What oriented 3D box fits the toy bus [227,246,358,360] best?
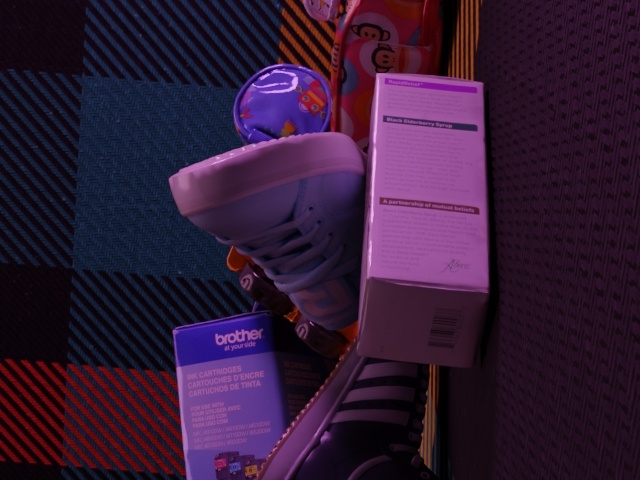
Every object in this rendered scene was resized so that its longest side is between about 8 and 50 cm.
[{"bbox_3d":[0.028,0.051,1.791,0.149,0.220,0.211,-53,-26,5],"label":"toy bus"}]

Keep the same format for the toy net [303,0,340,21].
[{"bbox_3d":[0.004,-0.288,1.591,0.232,0.045,0.122,-80,0,-57],"label":"toy net"}]

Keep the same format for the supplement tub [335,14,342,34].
[{"bbox_3d":[0.067,-0.214,2.006,0.106,0.106,0.198,100,174,-72],"label":"supplement tub"}]

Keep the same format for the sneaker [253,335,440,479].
[{"bbox_3d":[0.073,0.169,1.305,0.282,0.153,0.099,-51,-21,-31],"label":"sneaker"}]

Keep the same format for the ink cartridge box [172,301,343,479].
[{"bbox_3d":[-0.062,0.244,1.888,0.270,0.151,0.396,21,-121,-67],"label":"ink cartridge box"}]

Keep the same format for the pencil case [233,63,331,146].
[{"bbox_3d":[-0.025,-0.107,1.841,0.133,0.119,0.306,-60,-17,-12],"label":"pencil case"}]

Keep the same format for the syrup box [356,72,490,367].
[{"bbox_3d":[0.082,-0.022,1.159,0.093,0.096,0.237,96,180,-47],"label":"syrup box"}]

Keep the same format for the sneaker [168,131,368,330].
[{"bbox_3d":[0.000,0.000,1.274,0.366,0.135,0.150,6,-115,-63],"label":"sneaker"}]

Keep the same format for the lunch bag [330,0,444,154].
[{"bbox_3d":[0.075,-0.246,1.631,0.293,0.120,0.258,96,178,-49],"label":"lunch bag"}]
